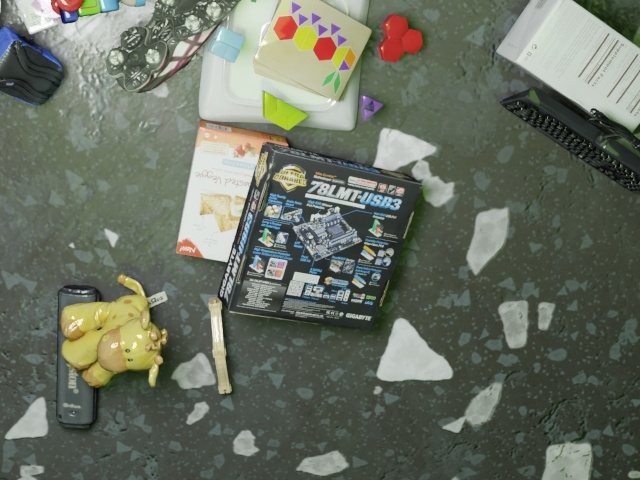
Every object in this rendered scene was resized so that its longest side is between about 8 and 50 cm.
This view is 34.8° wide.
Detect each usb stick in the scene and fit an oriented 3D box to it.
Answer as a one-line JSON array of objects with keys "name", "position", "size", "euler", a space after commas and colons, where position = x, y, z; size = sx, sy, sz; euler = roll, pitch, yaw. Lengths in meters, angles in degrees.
[{"name": "usb stick", "position": [-0.442, 0.212, 1.859], "size": [0.077, 0.045, 0.277], "euler": [3, 107, -7]}]

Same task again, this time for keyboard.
[{"name": "keyboard", "position": [0.473, -0.168, 1.752], "size": [0.317, 0.201, 0.033], "euler": [30, 78, -14]}]

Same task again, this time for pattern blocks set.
[{"name": "pattern blocks set", "position": [-0.010, -0.319, 1.681], "size": [0.325, 0.026, 0.285], "euler": [32, 93, -29]}]

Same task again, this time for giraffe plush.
[{"name": "giraffe plush", "position": [-0.335, 0.177, 1.767], "size": [0.210, 0.170, 0.181], "euler": [-39, 119, -8]}]

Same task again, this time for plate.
[{"name": "plate", "position": [-0.061, -0.327, 1.730], "size": [0.278, 0.045, 0.277], "euler": [4, 106, -6]}]

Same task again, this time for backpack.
[{"name": "backpack", "position": [-0.488, -0.288, 1.675], "size": [0.098, 0.101, 0.120], "euler": [-49, 137, 14]}]

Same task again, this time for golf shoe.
[{"name": "golf shoe", "position": [-0.230, -0.349, 1.675], "size": [0.273, 0.120, 0.105], "euler": [-40, 81, 4]}]

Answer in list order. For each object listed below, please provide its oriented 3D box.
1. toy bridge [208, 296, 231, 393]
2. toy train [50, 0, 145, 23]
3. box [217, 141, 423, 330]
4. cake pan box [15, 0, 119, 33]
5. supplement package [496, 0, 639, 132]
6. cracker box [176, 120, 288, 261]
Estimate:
[{"name": "toy bridge", "position": [-0.185, 0.195, 1.869], "size": [0.026, 0.063, 0.188], "euler": [-6, 108, -4]}, {"name": "toy train", "position": [-0.359, -0.468, 1.570], "size": [0.144, 0.105, 0.247], "euler": [-13, 101, -18]}, {"name": "box", "position": [0.000, 0.000, 1.784], "size": [0.296, 0.073, 0.293], "euler": [10, 105, -27]}, {"name": "cake pan box", "position": [-0.401, -0.488, 1.637], "size": [0.267, 0.070, 0.245], "euler": [-19, 106, 1]}, {"name": "supplement package", "position": [0.448, -0.303, 1.736], "size": [0.244, 0.139, 0.133], "euler": [31, 103, -15]}, {"name": "cracker box", "position": [-0.156, -0.079, 1.785], "size": [0.156, 0.067, 0.232], "euler": [10, 107, -9]}]
